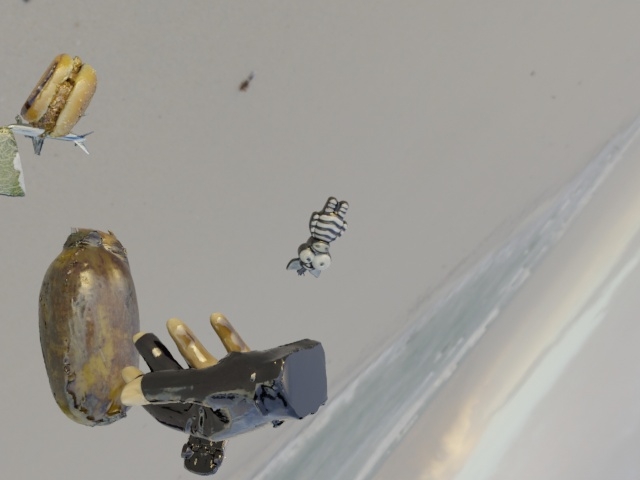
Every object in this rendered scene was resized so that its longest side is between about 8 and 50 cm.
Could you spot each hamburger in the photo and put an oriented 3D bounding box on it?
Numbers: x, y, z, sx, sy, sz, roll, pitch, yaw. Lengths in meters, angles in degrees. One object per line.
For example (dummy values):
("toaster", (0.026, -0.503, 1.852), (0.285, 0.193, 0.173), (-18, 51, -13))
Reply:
("hamburger", (-0.566, -0.318, 1.625), (0.182, 0.118, 0.191), (-49, -151, 13))

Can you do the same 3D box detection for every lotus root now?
("lotus root", (-0.708, 0.071, 2.368), (0.192, 0.272, 0.272), (-5, 145, -19))
("lotus root", (-0.461, 0.180, 1.497), (0.196, 0.179, 0.397), (-3, 87, -65))

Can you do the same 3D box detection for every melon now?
("melon", (-0.684, -0.183, 1.537), (0.202, 0.093, 0.139), (29, 108, -33))

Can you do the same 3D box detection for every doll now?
("doll", (0.000, 0.000, 1.725), (0.219, 0.091, 0.067), (-63, -157, 23))

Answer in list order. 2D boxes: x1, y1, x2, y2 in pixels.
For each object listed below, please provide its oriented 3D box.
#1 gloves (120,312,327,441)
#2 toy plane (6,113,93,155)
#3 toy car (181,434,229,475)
("gloves", (-0.147, 0.188, 0.998), (0.197, 0.301, 0.152), (-8, 108, -61))
("toy plane", (-0.679, -0.270, 1.860), (0.226, 0.058, 0.226), (-28, 153, 33))
("toy car", (-0.233, 0.410, 1.599), (0.108, 0.089, 0.210), (98, 3, -56))
